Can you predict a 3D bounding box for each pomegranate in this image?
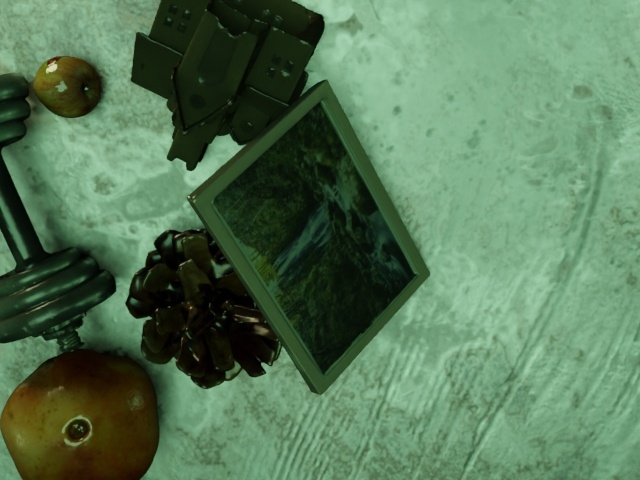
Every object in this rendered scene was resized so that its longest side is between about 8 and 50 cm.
[{"bbox_3d":[-0.313,0.248,1.269,0.209,0.209,0.209,1,101,3],"label":"pomegranate"}]

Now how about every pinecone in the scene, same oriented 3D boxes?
[{"bbox_3d":[-0.143,0.090,1.220,0.202,0.201,0.229,-31,124,-10],"label":"pinecone"}]

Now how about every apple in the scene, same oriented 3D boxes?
[{"bbox_3d":[-0.331,-0.201,1.241,0.071,0.084,0.084,11,103,30],"label":"apple"}]

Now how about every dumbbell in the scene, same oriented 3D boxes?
[{"bbox_3d":[-0.403,-0.042,1.226,0.179,0.179,0.406,-21,99,7],"label":"dumbbell"}]

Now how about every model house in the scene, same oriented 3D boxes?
[{"bbox_3d":[-0.136,-0.189,1.185,0.211,0.204,0.243,26,119,-4],"label":"model house"}]

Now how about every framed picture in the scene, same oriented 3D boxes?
[{"bbox_3d":[0.000,0.000,1.172,0.240,0.020,0.324,-44,122,-25],"label":"framed picture"}]
